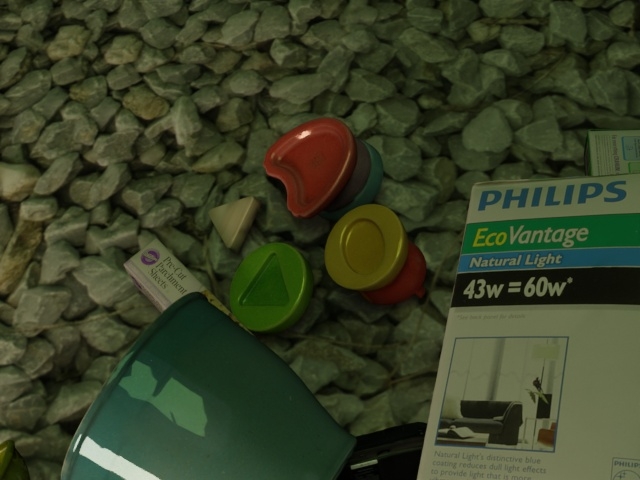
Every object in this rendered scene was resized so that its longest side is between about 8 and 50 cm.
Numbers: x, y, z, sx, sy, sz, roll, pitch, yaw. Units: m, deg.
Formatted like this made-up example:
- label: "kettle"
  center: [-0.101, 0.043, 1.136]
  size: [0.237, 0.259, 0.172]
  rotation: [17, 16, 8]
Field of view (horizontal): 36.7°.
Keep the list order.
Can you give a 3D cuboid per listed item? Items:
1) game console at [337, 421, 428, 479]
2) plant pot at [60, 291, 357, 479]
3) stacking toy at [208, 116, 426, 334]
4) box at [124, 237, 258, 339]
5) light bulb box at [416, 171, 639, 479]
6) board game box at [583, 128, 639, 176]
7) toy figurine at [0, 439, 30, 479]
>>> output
- label: "game console"
  center: [-0.017, 0.325, 1.205]
  size: [0.361, 0.044, 0.213]
  rotation: [-15, 57, 2]
- label: "plant pot"
  center: [-0.109, 0.240, 1.110]
  size: [0.255, 0.271, 0.271]
  rotation: [32, 67, 9]
- label: "stacking toy"
  center: [0.000, 0.000, 1.398]
  size: [0.280, 0.130, 0.309]
  rotation: [-34, 52, 18]
- label: "box"
  center: [-0.151, 0.124, 1.339]
  size: [0.067, 0.063, 0.324]
  rotation: [-39, 60, -16]
- label: "light bulb box"
  center: [0.291, 0.172, 1.041]
  size: [0.225, 0.358, 0.361]
  rotation: [-2, 56, 29]
- label: "board game box"
  center: [0.535, -0.044, 1.333]
  size: [0.317, 0.064, 0.242]
  rotation: [0, 58, 9]
- label: "toy figurine"
  center: [-0.386, 0.454, 1.160]
  size: [0.217, 0.191, 0.362]
  rotation: [30, 55, -9]
